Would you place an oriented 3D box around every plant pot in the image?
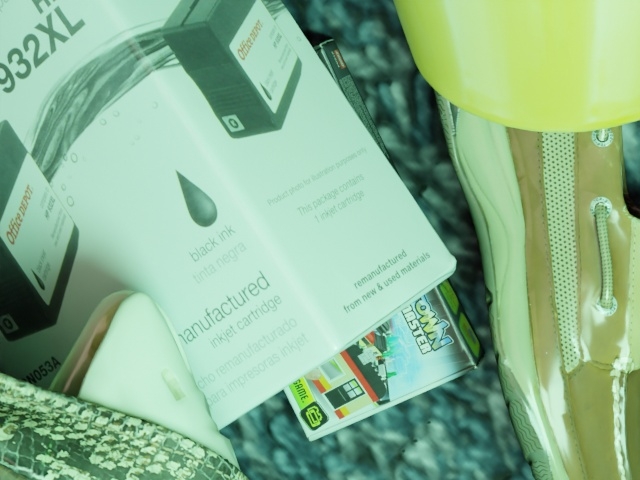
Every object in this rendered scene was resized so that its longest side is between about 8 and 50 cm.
[{"bbox_3d":[0.116,-0.191,0.950,0.254,0.254,0.239,4,135,13],"label":"plant pot"}]

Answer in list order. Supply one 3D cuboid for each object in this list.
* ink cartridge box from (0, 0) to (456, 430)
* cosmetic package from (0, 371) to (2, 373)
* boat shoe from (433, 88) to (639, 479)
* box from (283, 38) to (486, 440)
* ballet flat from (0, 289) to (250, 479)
[{"bbox_3d":[-0.111,-0.044,1.086,0.223,0.129,0.307,-35,87,40],"label":"ink cartridge box"},{"bbox_3d":[-0.283,0.104,1.098,0.217,0.156,0.385,-35,94,-6],"label":"cosmetic package"},{"bbox_3d":[0.148,0.016,1.087,0.120,0.122,0.324,-13,97,9],"label":"boat shoe"},{"bbox_3d":[0.000,0.000,1.161,0.114,0.036,0.207,-25,94,16],"label":"box"},{"bbox_3d":[-0.184,0.070,0.968,0.482,0.164,0.182,24,68,-4],"label":"ballet flat"}]
